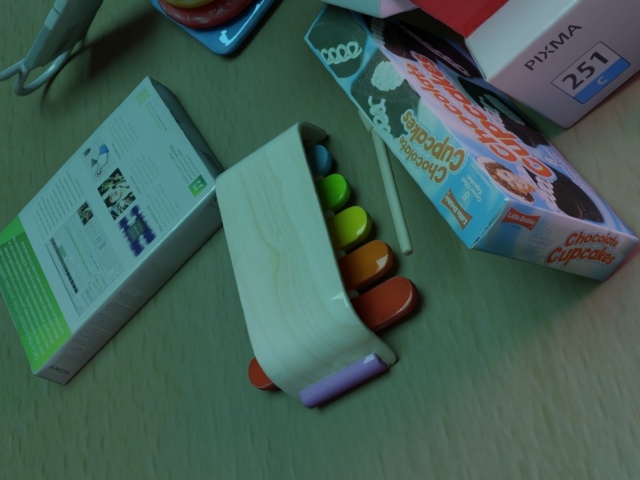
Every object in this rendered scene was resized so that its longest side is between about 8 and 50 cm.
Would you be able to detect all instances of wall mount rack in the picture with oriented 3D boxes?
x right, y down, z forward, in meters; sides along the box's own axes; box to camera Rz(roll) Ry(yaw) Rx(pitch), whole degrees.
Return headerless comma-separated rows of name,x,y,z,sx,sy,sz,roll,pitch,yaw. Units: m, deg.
wall mount rack,-0.331,-0.361,1.586,0.350,0.130,0.304,-46,3,43

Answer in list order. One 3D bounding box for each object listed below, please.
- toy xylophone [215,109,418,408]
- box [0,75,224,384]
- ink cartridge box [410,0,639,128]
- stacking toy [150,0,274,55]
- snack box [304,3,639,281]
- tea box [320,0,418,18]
toy xylophone,0.000,0.000,1.237,0.236,0.081,0.323,-24,56,26
box,-0.260,-0.015,1.463,0.322,0.058,0.232,-44,49,11
ink cartridge box,0.240,-0.249,1.029,0.296,0.261,0.066,-42,49,25
stacking toy,-0.179,-0.361,1.396,0.175,0.302,0.166,40,96,31
snack box,0.132,-0.098,1.109,0.060,0.187,0.322,-55,46,24
tea box,0.058,-0.387,1.190,0.329,0.323,0.220,25,128,41
